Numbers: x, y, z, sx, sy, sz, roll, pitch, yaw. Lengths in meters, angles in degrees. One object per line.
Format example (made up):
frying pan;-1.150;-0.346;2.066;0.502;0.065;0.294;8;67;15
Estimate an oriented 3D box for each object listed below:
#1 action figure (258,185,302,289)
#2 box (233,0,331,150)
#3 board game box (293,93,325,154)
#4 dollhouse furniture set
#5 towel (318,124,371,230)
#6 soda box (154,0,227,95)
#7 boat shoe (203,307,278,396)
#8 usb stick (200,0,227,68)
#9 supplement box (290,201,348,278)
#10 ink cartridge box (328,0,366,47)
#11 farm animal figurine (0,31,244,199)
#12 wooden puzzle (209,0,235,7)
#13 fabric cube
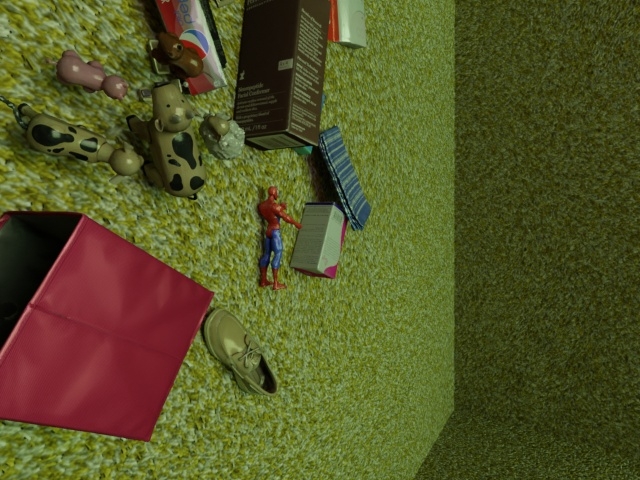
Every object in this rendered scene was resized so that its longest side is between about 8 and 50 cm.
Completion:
action figure;-0.108;-0.014;1.155;0.139;0.091;0.281;-12;103;-48
box;-0.098;-0.437;1.042;0.143;0.191;0.382;10;84;-56
board game box;-0.064;-0.389;1.222;0.160;0.047;0.211;34;65;-52
dollhouse furniture set;-0.320;-0.347;0.818;0.091;0.081;0.115;-32;119;-50
towel;0.091;-0.214;1.365;0.336;0.040;0.243;67;23;-14
soda box;-0.279;-0.443;0.840;0.083;0.092;0.264;-22;116;-11
boat shoe;-0.193;0.294;1.046;0.109;0.098;0.303;-51;132;-41
usb stick;-0.277;-0.523;0.901;0.077;0.045;0.278;-49;131;-51
supplement box;0.000;0.000;1.293;0.111;0.113;0.220;36;62;-52
ink cartridge box;0.079;-0.776;1.394;0.232;0.066;0.189;-23;112;-57
farm animal figurine;-0.299;-0.194;0.730;0.330;0.172;0.327;-44;144;-18
wooden puzzle;-0.238;-0.606;0.977;0.116;0.014;0.079;-58;137;-36
fabric cube;-0.379;0.128;0.626;0.258;0.254;0.259;47;54;-49
